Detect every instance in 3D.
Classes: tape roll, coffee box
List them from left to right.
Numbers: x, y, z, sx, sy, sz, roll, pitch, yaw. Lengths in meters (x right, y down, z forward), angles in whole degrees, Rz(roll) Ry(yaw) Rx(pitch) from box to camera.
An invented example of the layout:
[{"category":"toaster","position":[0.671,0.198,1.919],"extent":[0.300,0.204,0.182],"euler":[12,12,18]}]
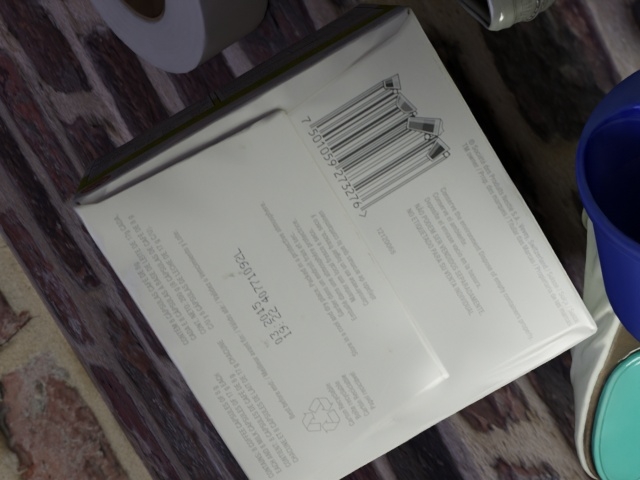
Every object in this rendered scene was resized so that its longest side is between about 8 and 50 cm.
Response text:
[{"category":"tape roll","position":[-0.187,-0.337,1.859],"extent":[0.286,0.100,0.286],"euler":[41,153,27]},{"category":"coffee box","position":[0.000,0.000,1.559],"extent":[0.338,0.338,0.334],"euler":[59,179,-10]}]

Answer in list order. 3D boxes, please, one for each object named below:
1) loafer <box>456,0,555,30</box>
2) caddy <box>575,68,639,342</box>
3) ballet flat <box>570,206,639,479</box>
[{"category":"loafer","position":[0.081,-0.310,1.402],"extent":[0.319,0.111,0.112],"euler":[47,154,16]},{"category":"caddy","position":[0.344,-0.015,1.167],"extent":[0.341,0.241,0.179],"euler":[34,155,36]},{"category":"ballet flat","position":[0.290,0.060,1.519],"extent":[0.139,0.139,0.400],"euler":[37,146,33]}]
